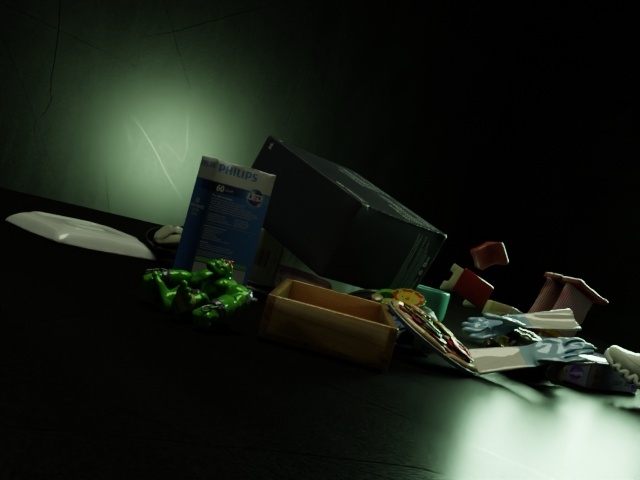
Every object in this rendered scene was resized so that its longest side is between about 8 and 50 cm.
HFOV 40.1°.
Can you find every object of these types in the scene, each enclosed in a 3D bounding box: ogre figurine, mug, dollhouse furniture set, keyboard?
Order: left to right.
[{"bbox_3d":[-0.184,0.080,1.347,0.118,0.096,0.197,-9,0,-37],"label":"ogre figurine"},{"bbox_3d":[-0.112,0.120,2.012,0.256,0.014,0.072,15,1,22],"label":"keyboard"},{"bbox_3d":[0.249,0.166,2.269,0.158,0.097,0.129,14,2,-15],"label":"mug"},{"bbox_3d":[0.520,0.137,2.235,0.374,0.201,0.152,33,-7,-23],"label":"dollhouse furniture set"}]

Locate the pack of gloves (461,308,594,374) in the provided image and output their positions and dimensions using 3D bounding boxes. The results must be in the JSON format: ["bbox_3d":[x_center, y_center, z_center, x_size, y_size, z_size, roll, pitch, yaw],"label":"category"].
[{"bbox_3d":[0.388,0.173,1.659,0.232,0.046,0.195,-6,23,-2],"label":"pack of gloves"}]

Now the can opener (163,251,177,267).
[{"bbox_3d":[-0.279,0.062,1.998,0.186,0.073,0.059,12,39,23],"label":"can opener"}]

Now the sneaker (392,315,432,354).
[{"bbox_3d":[0.156,0.178,1.697,0.059,0.053,0.144,11,3,-44],"label":"sneaker"}]

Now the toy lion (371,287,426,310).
[{"bbox_3d":[0.160,0.123,1.784,0.100,0.034,0.096,19,31,18],"label":"toy lion"}]

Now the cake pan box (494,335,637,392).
[{"bbox_3d":[0.557,0.271,1.974,0.246,0.070,0.267,19,4,43],"label":"cake pan box"}]

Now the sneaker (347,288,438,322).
[{"bbox_3d":[0.151,0.159,1.804,0.222,0.083,0.118,10,10,-14],"label":"sneaker"}]

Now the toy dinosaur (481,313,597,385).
[{"bbox_3d":[0.423,0.229,1.815,0.160,0.121,0.313,26,-3,-5],"label":"toy dinosaur"}]

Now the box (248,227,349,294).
[{"bbox_3d":[-0.056,0.064,2.084,0.232,0.126,0.149,21,-5,-40],"label":"box"}]

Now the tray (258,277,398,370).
[{"bbox_3d":[0.017,0.136,1.511,0.203,0.076,0.411,15,2,2],"label":"tray"}]

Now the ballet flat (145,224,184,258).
[{"bbox_3d":[-0.295,0.002,2.057,0.280,0.095,0.096,-4,-28,27],"label":"ballet flat"}]

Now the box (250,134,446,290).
[{"bbox_3d":[0.040,-0.048,1.939,0.312,0.179,0.343,19,15,-47],"label":"box"}]

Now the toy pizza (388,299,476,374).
[{"bbox_3d":[0.206,0.165,1.571,0.201,0.032,0.201,38,7,-6],"label":"toy pizza"}]

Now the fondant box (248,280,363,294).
[{"bbox_3d":[-0.070,0.082,2.323,0.330,0.096,0.238,15,1,-22],"label":"fondant box"}]

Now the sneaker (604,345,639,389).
[{"bbox_3d":[0.721,0.274,1.770,0.292,0.118,0.110,26,9,30],"label":"sneaker"}]

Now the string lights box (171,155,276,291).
[{"bbox_3d":[-0.189,-0.020,1.690,0.133,0.259,0.077,15,1,-34],"label":"string lights box"}]

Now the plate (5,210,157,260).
[{"bbox_3d":[-0.566,-0.017,2.099,0.277,0.045,0.278,14,2,-45],"label":"plate"}]
